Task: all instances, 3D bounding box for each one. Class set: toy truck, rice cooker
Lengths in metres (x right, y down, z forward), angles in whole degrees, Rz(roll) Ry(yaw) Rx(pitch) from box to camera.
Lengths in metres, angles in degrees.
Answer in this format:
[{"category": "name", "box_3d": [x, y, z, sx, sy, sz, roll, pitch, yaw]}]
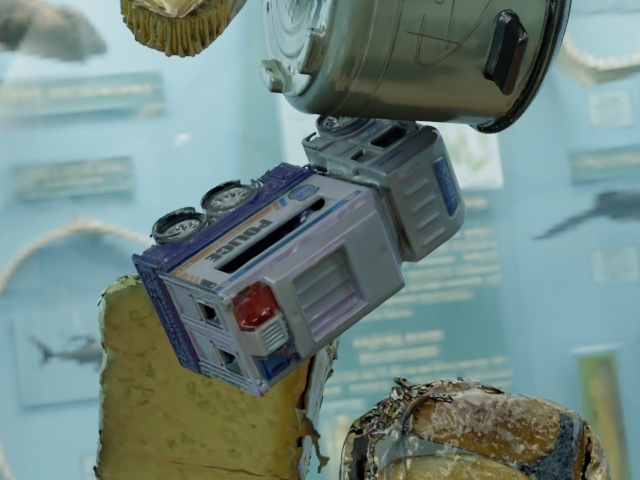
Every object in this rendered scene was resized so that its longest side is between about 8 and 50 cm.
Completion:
[{"category": "toy truck", "box_3d": [0.000, 0.000, 1.253, 0.268, 0.124, 0.155, -36, 30, -25]}, {"category": "rice cooker", "box_3d": [0.080, -0.204, 1.195, 0.227, 0.241, 0.280, 2, 33, -18]}]

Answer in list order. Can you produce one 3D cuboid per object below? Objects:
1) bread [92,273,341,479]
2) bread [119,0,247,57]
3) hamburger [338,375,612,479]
[{"category": "bread", "box_3d": [-0.109, 0.181, 1.537, 0.248, 0.279, 0.315, 8, -9, 8]}, {"category": "bread", "box_3d": [-0.143, -0.299, 1.733, 0.132, 0.190, 0.114, 31, -24, 10]}, {"category": "hamburger", "box_3d": [0.111, 0.205, 1.116, 0.231, 0.231, 0.107, -3, -21, -32]}]
